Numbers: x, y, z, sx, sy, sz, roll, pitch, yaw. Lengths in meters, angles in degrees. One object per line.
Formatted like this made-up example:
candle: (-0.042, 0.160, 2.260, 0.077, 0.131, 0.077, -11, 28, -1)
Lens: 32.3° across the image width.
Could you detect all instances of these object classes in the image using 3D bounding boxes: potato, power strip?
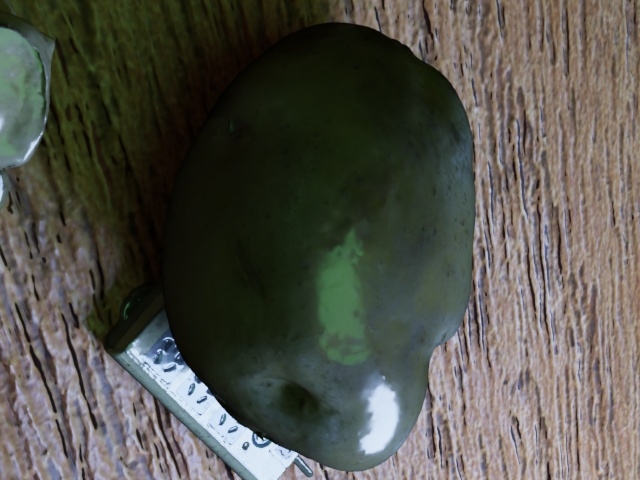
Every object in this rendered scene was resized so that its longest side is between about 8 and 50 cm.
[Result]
potato: (0.000, 0.000, 0.822, 0.243, 0.221, 0.326, 3, 94, -55)
power strip: (-0.076, 0.132, 0.941, 0.092, 0.034, 0.268, -49, 128, -14)

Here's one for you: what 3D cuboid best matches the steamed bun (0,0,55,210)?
steamed bun: (-0.269, -0.083, 0.681, 0.177, 0.106, 0.192, 6, 111, -27)
